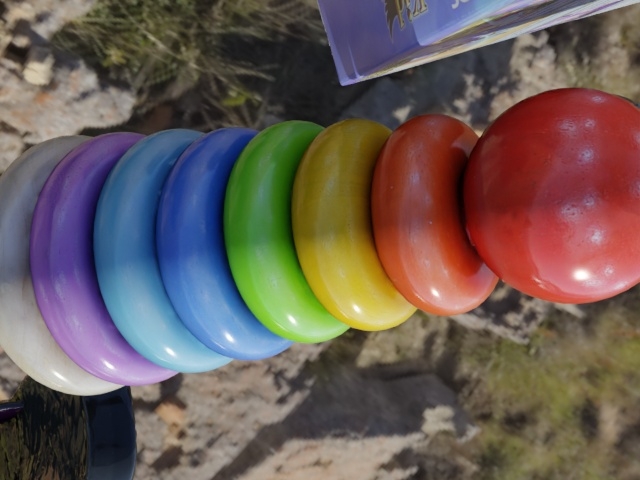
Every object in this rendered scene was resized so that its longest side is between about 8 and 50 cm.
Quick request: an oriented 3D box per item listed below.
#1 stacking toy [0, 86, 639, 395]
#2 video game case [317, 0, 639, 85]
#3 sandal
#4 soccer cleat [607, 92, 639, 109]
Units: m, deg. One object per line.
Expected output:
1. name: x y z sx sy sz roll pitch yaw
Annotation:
1. stacking toy: 0.000 0.000 0.517 0.141 0.330 0.141 15 73 -57
2. video game case: 0.143 -0.141 0.477 0.244 0.269 0.061 -18 95 -12
3. sandal: -0.281 0.203 0.931 0.107 0.167 0.446 0 151 -32
4. soccer cleat: 0.263 -0.073 0.979 0.318 0.116 0.108 -3 97 -37
